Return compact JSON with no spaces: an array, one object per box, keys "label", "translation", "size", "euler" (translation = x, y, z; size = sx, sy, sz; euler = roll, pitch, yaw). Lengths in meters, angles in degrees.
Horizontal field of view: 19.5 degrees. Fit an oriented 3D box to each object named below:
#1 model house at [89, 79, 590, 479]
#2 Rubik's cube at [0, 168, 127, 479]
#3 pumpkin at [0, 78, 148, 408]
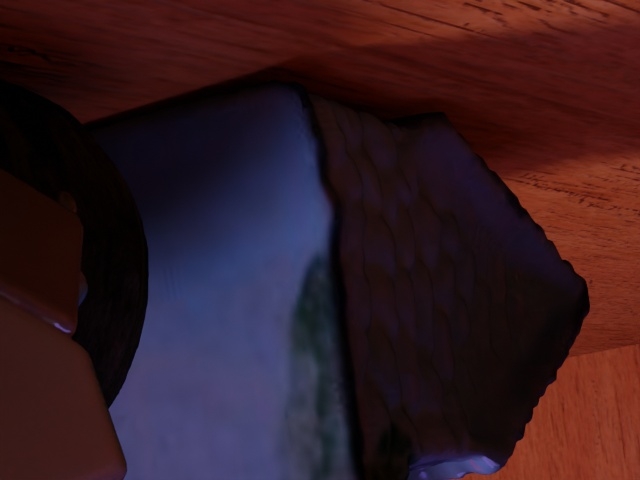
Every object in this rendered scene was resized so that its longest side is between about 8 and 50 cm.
[{"label":"model house","translation":[-0.044,0.093,1.119],"size":[0.360,0.297,0.339],"euler":[-14,171,31]},{"label":"Rubik's cube","translation":[-0.194,0.016,0.584],"size":[0.265,0.224,0.213],"euler":[37,151,-13]},{"label":"pumpkin","translation":[-0.229,0.032,0.852],"size":[0.300,0.207,0.300],"euler":[-5,169,-1]}]
